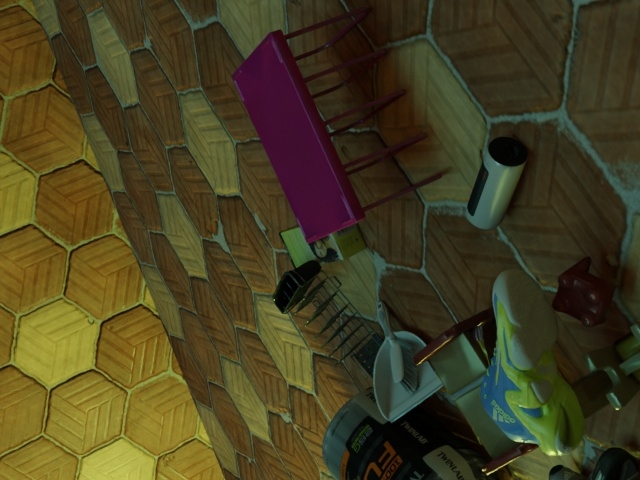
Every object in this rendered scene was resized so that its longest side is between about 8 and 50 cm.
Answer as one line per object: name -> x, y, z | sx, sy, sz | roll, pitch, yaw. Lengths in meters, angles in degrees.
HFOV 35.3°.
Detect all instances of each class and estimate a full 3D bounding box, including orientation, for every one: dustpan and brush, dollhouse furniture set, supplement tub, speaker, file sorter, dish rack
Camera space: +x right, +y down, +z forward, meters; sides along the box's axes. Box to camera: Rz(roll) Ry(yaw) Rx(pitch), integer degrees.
dustpan and brush -> 0.137, 0.196, 1.785 | 0.147, 0.060, 0.211 | -42, 35, 29
dollhouse furniture set -> 0.316, 0.145, 1.340 | 0.201, 0.152, 0.374 | 59, 138, 13
supplement tub -> 0.172, 0.422, 1.778 | 0.338, 0.207, 0.207 | 33, 142, 49
speaker -> 0.236, -0.076, 1.350 | 0.055, 0.055, 0.136 | 52, 153, 27
file sorter -> 0.029, -0.175, 1.518 | 0.290, 0.182, 0.202 | 66, 157, 0
dish rack -> 0.030, 0.168, 1.927 | 0.271, 0.074, 0.208 | 49, 161, 8

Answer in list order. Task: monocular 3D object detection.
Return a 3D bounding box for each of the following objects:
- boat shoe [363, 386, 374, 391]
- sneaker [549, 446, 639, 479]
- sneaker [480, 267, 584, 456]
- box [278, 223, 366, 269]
boat shoe -> 0.079, 0.381, 2.041 | 0.091, 0.114, 0.302 | 43, 148, 29
sneaker -> 0.378, 0.354, 1.445 | 0.132, 0.086, 0.228 | 43, 149, 44
sneaker -> 0.235, 0.155, 1.246 | 0.126, 0.091, 0.240 | -13, 96, 50
box -> 0.000, 0.000, 1.899 | 0.087, 0.058, 0.232 | 66, 157, -3
